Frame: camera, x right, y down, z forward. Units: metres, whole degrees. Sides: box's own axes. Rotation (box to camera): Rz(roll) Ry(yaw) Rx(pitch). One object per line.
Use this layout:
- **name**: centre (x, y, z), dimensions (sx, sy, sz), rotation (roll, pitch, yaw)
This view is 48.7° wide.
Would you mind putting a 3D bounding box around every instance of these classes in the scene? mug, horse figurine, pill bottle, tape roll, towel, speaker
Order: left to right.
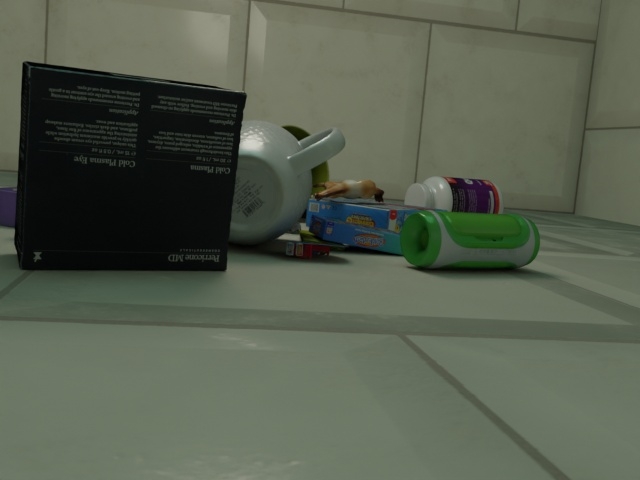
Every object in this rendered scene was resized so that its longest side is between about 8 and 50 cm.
- **tape roll**: centre (-0.651, -0.076, 1.643), dimensions (0.189, 0.080, 0.189), rotation (6, 7, -1)
- **mug**: centre (-0.115, -0.148, 1.582), dimensions (0.374, 0.276, 0.328), rotation (-28, 11, 5)
- **towel**: centre (0.000, 0.000, 1.735), dimensions (0.102, 0.021, 0.237), rotation (10, 5, -5)
- **horse figurine**: centre (0.082, -0.146, 2.082), dimensions (0.263, 0.066, 0.174), rotation (0, 2, -19)
- **pill bottle**: centre (0.457, -0.127, 2.428), dimensions (0.323, 0.181, 0.181), rotation (2, 8, -28)
- **speaker**: centre (0.322, 0.000, 1.508), dimensions (0.297, 0.131, 0.131), rotation (1, 8, -28)

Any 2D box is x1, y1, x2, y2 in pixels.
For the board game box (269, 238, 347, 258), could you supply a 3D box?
- **board game box**: centre (-0.026, 0.021, 1.484), dimensions (0.169, 0.033, 0.133), rotation (6, 0, -15)

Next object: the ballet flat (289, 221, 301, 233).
- **ballet flat**: centre (-0.104, -0.043, 1.925), dimensions (0.114, 0.041, 0.041), rotation (7, 7, 21)

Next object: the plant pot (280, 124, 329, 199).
- **plant pot**: centre (-0.169, -0.207, 2.334), dimensions (0.275, 0.274, 0.293), rotation (-1, -9, -42)

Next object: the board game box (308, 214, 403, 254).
- **board game box**: centre (0.091, -0.014, 1.687), dimensions (0.210, 0.047, 0.160), rotation (10, 5, -13)

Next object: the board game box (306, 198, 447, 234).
- **board game box**: centre (0.169, -0.067, 2.126), dimensions (0.308, 0.086, 0.302), rotation (11, 9, 42)

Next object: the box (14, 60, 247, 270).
- **box**: centre (-0.328, -0.121, 1.199), dimensions (0.343, 0.312, 0.179), rotation (2, 14, -26)

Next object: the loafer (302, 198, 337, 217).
- **loafer**: centre (-0.030, -0.118, 2.437), dimensions (0.220, 0.078, 0.080), rotation (1, 8, -32)
